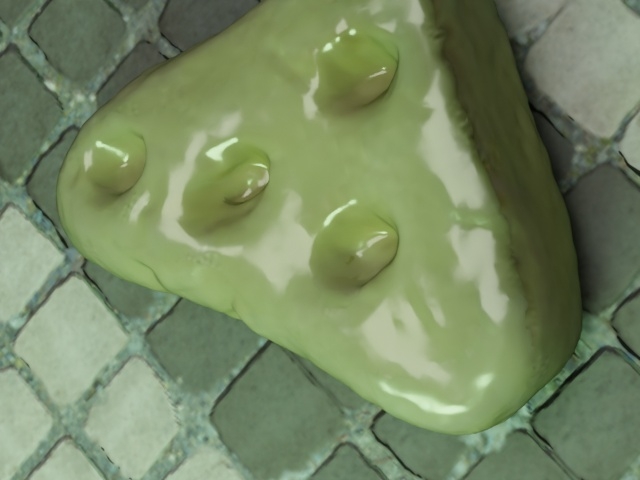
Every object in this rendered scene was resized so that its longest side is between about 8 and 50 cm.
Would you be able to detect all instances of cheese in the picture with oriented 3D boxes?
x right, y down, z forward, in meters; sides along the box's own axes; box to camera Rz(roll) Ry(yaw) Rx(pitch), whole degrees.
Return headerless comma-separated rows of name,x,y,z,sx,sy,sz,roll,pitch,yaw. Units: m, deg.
cheese,0.000,0.000,1.249,0.351,0.130,0.328,-31,74,24
